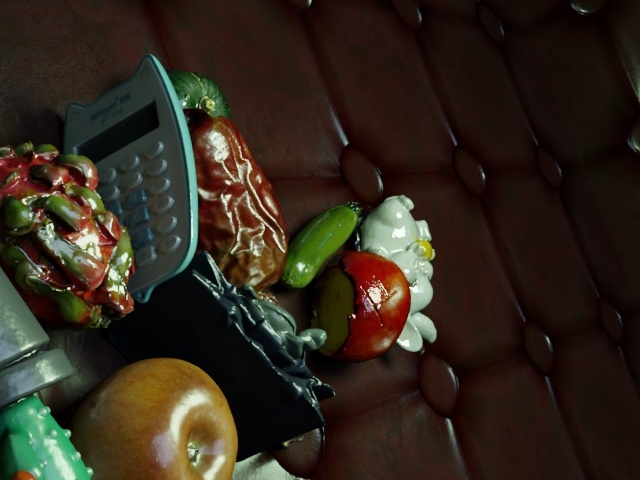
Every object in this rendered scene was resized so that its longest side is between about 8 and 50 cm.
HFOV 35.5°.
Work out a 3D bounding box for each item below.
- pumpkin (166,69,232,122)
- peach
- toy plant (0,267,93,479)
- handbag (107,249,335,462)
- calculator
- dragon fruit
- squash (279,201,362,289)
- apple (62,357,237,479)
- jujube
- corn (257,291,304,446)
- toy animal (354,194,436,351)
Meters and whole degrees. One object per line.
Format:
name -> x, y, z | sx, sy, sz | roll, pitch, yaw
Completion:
pumpkin -> -0.245, -0.216, 1.784 | 0.190, 0.146, 0.190 | 6, 77, -30
peach -> 0.067, 0.129, 1.920 | 0.226, 0.189, 0.196 | -46, 141, -35
toy plant -> -0.387, 0.222, 1.236 | 0.185, 0.279, 0.400 | -28, 89, -45
handbag -> -0.142, 0.176, 1.563 | 0.326, 0.269, 0.118 | 50, 36, -18
calculator -> -0.295, -0.081, 1.547 | 0.054, 0.256, 0.386 | 24, 48, -52
dragon fruit -> -0.388, 0.003, 1.402 | 0.303, 0.237, 0.231 | 53, 41, 0
squash -> 0.000, -0.001, 2.001 | 0.087, 0.087, 0.331 | 56, 40, -10
apple -> -0.237, 0.303, 1.426 | 0.252, 0.206, 0.272 | 62, 35, -7
jujube -> -0.173, -0.058, 1.679 | 0.216, 0.216, 0.342 | -49, 126, -52
corn -> -0.085, 0.222, 1.756 | 0.092, 0.092, 0.281 | -5, 74, -52
toy animal -> 0.167, 0.067, 2.113 | 0.208, 0.154, 0.325 | -9, 90, -67
